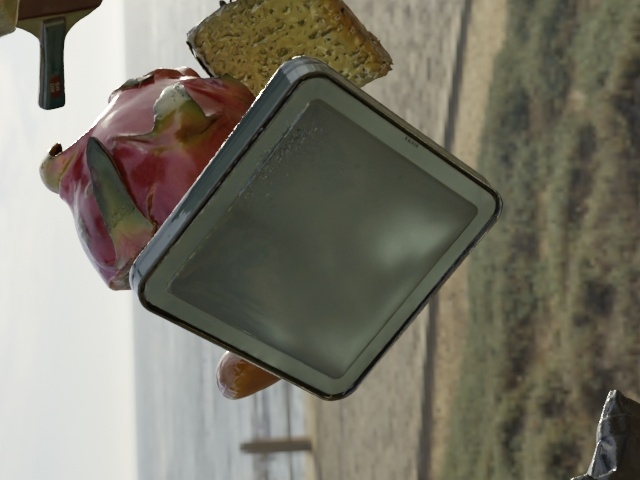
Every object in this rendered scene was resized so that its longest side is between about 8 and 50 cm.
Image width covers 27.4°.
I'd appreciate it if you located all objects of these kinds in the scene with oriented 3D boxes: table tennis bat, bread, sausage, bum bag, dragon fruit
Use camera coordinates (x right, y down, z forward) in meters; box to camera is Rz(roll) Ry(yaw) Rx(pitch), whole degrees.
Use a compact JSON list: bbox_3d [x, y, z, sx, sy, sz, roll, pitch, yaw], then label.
[{"bbox_3d":[-0.295,-0.269,1.446,0.021,0.154,0.274,39,133,38],"label":"table tennis bat"},{"bbox_3d":[-0.065,-0.325,1.971,0.279,0.248,0.315,50,-176,-36],"label":"bread"},{"bbox_3d":[-0.077,0.179,2.089,0.098,0.238,0.098,23,128,33],"label":"sausage"},{"bbox_3d":[0.356,0.299,1.566,0.074,0.137,0.310,-34,13,44],"label":"bum bag"},{"bbox_3d":[-0.203,-0.096,1.639,0.225,0.305,0.305,57,165,8],"label":"dragon fruit"}]

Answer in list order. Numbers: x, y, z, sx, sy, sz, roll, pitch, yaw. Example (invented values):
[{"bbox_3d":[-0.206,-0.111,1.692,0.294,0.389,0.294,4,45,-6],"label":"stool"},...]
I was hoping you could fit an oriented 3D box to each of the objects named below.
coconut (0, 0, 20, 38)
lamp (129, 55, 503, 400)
[{"bbox_3d":[-0.389,-0.275,1.216,0.239,0.239,0.244,148,129,-80],"label":"coconut"},{"bbox_3d":[0.000,0.000,1.194,0.266,0.269,0.047,-52,34,10],"label":"lamp"}]
